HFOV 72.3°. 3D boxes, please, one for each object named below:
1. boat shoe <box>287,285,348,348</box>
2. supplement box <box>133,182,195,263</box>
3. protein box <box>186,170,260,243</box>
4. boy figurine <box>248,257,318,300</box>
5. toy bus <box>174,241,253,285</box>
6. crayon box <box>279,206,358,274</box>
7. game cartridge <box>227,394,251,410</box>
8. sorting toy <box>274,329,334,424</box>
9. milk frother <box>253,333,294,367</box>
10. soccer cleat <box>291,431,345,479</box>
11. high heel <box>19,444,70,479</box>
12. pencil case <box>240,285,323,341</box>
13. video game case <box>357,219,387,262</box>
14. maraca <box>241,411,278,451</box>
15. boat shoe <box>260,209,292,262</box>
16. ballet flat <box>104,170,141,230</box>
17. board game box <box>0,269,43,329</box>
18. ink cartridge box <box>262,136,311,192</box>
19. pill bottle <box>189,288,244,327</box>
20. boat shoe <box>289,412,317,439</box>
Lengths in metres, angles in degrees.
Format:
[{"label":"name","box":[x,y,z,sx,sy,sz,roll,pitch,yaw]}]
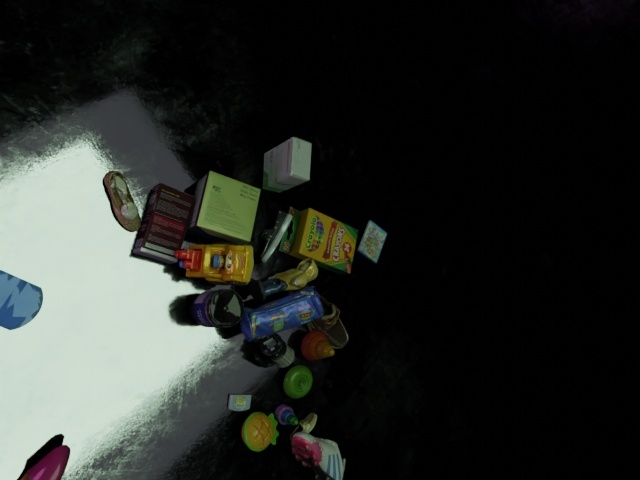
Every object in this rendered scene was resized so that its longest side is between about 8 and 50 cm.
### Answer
[{"label":"boat shoe","box":[0.013,0.303,1.745,0.123,0.123,0.342,-47,108,-32]},{"label":"supplement box","box":[-0.518,-0.055,1.460,0.130,0.073,0.239,24,69,-37]},{"label":"protein box","box":[-0.346,-0.107,1.557,0.200,0.136,0.201,18,72,-31]},{"label":"boy figurine","box":[-0.119,0.143,1.644,0.285,0.177,0.092,-20,102,-31]},{"label":"toy bus","box":[-0.358,0.068,1.445,0.212,0.220,0.149,13,79,-45]},{"label":"crayon box","box":[0.000,0.000,1.818,0.319,0.081,0.202,22,70,-30]},{"label":"game cartridge","box":[-0.286,0.574,1.551,0.083,0.017,0.055,13,78,-33]},{"label":"sorting toy","box":[-0.044,0.519,1.633,0.127,0.126,0.365,37,71,-31]},{"label":"milk frother","box":[-0.180,0.384,1.617,0.134,0.129,0.143,63,13,-51]},{"label":"soccer cleat","box":[-0.004,0.791,1.644,0.331,0.116,0.143,63,38,-28]},{"label":"high heel","box":[-0.814,0.665,1.085,0.181,0.127,0.377,49,61,-31]},{"label":"pencil case","box":[-0.135,0.257,1.560,0.306,0.119,0.133,-15,135,-24]},{"label":"video game case","box":[0.242,0.006,2.028,0.119,0.015,0.166,35,63,-25]},{"label":"maraca","box":[-0.207,0.670,1.543,0.186,0.099,0.127,25,54,-55]},{"label":"boat shoe","box":[-0.187,-0.022,1.697,0.076,0.080,0.228,29,68,-5]},{"label":"ballet flat","box":[-0.631,-0.128,1.401,0.073,0.067,0.206,-31,101,-39]},{"label":"board game box","box":[-0.864,0.165,1.207,0.169,0.033,0.133,32,70,-21]},{"label":"ink cartridge box","box":[-0.132,-0.287,1.694,0.093,0.213,0.154,10,75,-34]},{"label":"pill bottle","box":[-0.350,0.225,1.442,0.123,0.219,0.122,7,77,-34]},{"label":"boat shoe","box":[-0.064,0.709,1.662,0.135,0.050,0.045,-49,115,-31]}]
